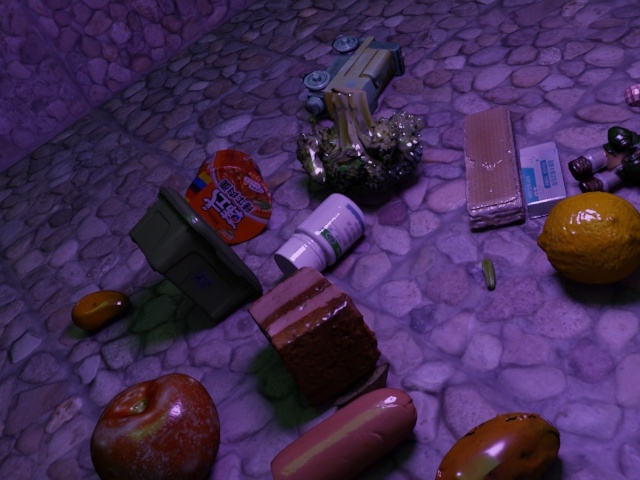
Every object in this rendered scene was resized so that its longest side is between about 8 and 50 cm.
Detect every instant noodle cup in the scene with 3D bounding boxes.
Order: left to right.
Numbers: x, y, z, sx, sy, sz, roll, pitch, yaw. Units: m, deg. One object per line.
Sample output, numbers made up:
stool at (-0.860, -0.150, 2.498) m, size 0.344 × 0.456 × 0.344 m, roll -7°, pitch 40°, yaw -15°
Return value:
instant noodle cup at (-0.267, -0.143, 2.063) m, size 0.250 × 0.250 × 0.192 m, roll -21°, pitch 31°, yaw 7°

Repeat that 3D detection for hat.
hat at (0.103, 0.323, 1.457) m, size 0.146 × 0.067 × 0.146 m, roll -37°, pitch -2°, yaw -1°

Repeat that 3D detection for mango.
mango at (-0.623, 0.190, 1.994) m, size 0.165 × 0.089 × 0.115 m, roll -31°, pitch 40°, yaw -10°
mango at (0.306, 0.391, 1.206) m, size 0.248 × 0.151 × 0.156 m, roll -32°, pitch 69°, yaw -16°

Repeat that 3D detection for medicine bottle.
medicine bottle at (0.000, 0.000, 1.817) m, size 0.139 × 0.139 × 0.237 m, roll 21°, pitch 58°, yaw 43°

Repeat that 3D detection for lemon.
lemon at (0.566, -0.005, 1.455) m, size 0.231 × 0.192 × 0.192 m, roll -5°, pitch 42°, yaw 33°

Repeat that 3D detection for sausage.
sausage at (0.049, 0.391, 1.353) m, size 0.304 × 0.121 × 0.121 m, roll -32°, pitch 38°, yaw -7°

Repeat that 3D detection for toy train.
toy train at (0.115, -0.550, 2.374) m, size 0.253 × 0.160 × 0.397 m, roll 13°, pitch 53°, yaw 31°

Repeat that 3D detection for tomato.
tomato at (-0.333, 0.418, 1.464) m, size 0.270 × 0.223 × 0.270 m, roll -23°, pitch 18°, yaw 8°

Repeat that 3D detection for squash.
squash at (0.384, 0.074, 1.603) m, size 0.027 × 0.027 × 0.089 m, roll -16°, pitch 41°, yaw 13°

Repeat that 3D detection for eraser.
eraser at (0.551, -0.153, 1.745) m, size 0.095 × 0.052 × 0.225 m, roll -12°, pitch 40°, yaw 20°

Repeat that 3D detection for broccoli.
broccoli at (0.110, -0.256, 1.950) m, size 0.277 × 0.317 × 0.338 m, roll -15°, pitch 55°, yaw -20°

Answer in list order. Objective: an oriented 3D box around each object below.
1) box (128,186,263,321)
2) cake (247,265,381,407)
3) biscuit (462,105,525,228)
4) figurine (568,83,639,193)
box at (-0.328, 0.043, 1.817) m, size 0.178 × 0.329 × 0.253 m, roll -41°, pitch 39°, yaw -5°
cake at (-0.025, 0.194, 1.568) m, size 0.198 × 0.196 × 0.293 m, roll -36°, pitch 29°, yaw -8°
biscuit at (0.444, -0.198, 1.836) m, size 0.144 × 0.078 × 0.426 m, roll -13°, pitch 40°, yaw 19°
figurine at (0.766, -0.223, 1.623) m, size 0.370 × 0.167 × 0.281 m, roll -29°, pitch 75°, yaw 12°
